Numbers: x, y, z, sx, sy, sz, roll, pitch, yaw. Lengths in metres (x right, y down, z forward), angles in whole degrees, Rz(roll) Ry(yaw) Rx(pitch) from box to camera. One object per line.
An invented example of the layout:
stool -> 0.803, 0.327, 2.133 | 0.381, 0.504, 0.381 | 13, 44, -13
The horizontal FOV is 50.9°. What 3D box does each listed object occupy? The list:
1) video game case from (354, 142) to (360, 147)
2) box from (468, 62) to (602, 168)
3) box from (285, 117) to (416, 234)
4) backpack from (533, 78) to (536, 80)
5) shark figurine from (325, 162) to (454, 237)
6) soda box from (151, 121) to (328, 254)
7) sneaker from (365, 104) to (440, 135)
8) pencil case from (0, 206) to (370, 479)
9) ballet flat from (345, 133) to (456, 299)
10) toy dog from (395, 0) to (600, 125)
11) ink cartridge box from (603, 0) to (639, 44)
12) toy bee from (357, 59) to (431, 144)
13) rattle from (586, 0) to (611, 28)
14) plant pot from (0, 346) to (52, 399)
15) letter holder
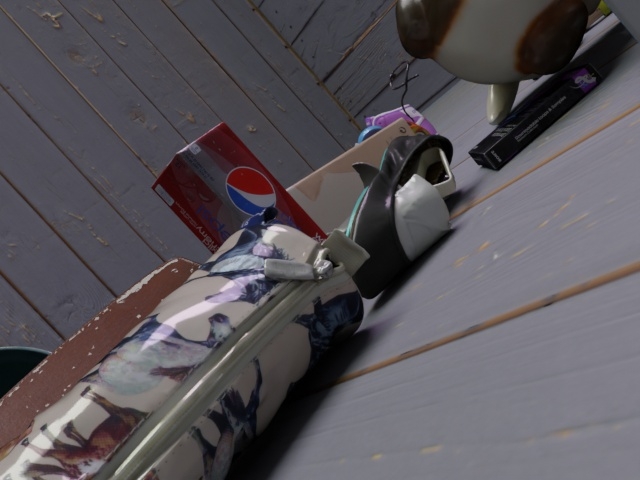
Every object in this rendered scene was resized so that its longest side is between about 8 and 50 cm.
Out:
video game case -> 0.091, -0.118, 1.297 | 0.011, 0.087, 0.122 | -7, -65, -58
box -> 0.265, -0.154, 0.850 | 0.162, 0.029, 0.116 | -42, 4, 7
box -> 0.033, -0.069, 1.136 | 0.311, 0.121, 0.148 | -34, 2, -27
backpack -> 0.399, -0.372, 1.217 | 0.084, 0.114, 0.105 | -46, 5, -39
shark figurine -> 0.058, -0.047, 0.970 | 0.278, 0.116, 0.166 | -33, 4, 15
soda box -> -0.070, -0.006, 0.801 | 0.083, 0.263, 0.092 | -37, 6, 46
sneaker -> 0.128, -0.194, 1.551 | 0.282, 0.161, 0.102 | -43, 6, 1
pencil case -> -0.115, 0.134, 0.535 | 0.410, 0.160, 0.183 | -47, -8, -47
ballet flat -> 0.100, -0.047, 0.760 | 0.096, 0.095, 0.280 | -12, 33, 27
toy dog -> 0.243, -0.344, 0.937 | 0.408, 0.284, 0.395 | -46, -24, -60
ink cartridge box -> 0.334, -0.284, 0.610 | 0.171, 0.168, 0.233 | -40, 4, 31
toy bee -> 0.166, -0.175, 1.349 | 0.298, 0.162, 0.195 | -53, 29, 32
rattle -> 0.514, -0.495, 1.306 | 0.200, 0.142, 0.130 | -55, -6, -45
plant pot -> -0.432, 0.322, 0.932 | 0.293, 0.293, 0.196 | -45, -21, -32
letter holder -> -0.246, 0.165, 0.806 | 0.214, 0.152, 0.302 | 17, 51, 42
